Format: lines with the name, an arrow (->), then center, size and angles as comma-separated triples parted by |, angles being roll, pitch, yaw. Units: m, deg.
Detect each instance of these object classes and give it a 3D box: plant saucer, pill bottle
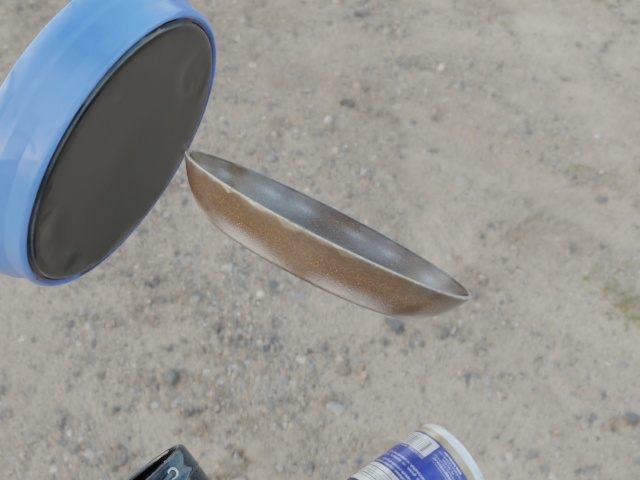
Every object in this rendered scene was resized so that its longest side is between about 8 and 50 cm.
plant saucer -> 0.000, 0.000, 0.807 | 0.310, 0.050, 0.310 | 27, 6, -3
pill bottle -> 0.078, 0.292, 0.884 | 0.186, 0.112, 0.112 | -30, 53, -21

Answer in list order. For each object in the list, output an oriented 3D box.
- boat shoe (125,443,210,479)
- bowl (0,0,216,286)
boat shoe -> -0.343, 0.405, 0.982 | 0.500, 0.187, 0.156 | -24, 90, -23
bowl -> -0.252, -0.117, 0.966 | 0.077, 0.391, 0.391 | 32, 50, 7
